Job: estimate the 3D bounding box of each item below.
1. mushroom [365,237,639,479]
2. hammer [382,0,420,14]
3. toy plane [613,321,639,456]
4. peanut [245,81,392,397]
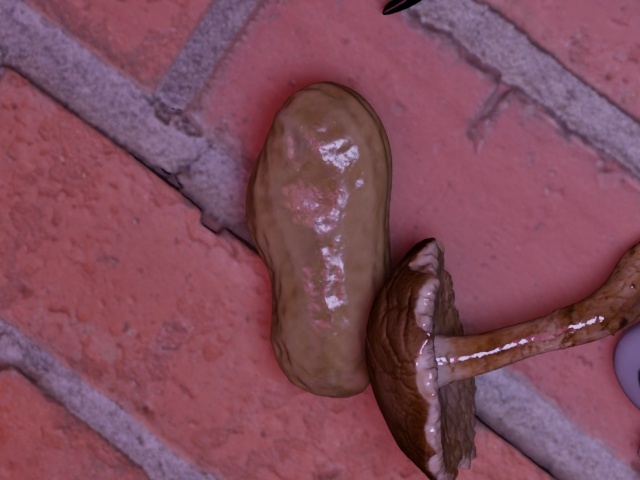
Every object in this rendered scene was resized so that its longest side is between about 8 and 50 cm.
[{"bbox_3d":[0.169,0.078,1.848,0.301,0.233,0.208,-39,111,21],"label":"mushroom"},{"bbox_3d":[-0.063,-0.346,1.952,0.427,0.044,0.152,20,104,12],"label":"hammer"},{"bbox_3d":[0.401,0.153,1.863,0.267,0.122,0.267,2,98,17],"label":"toy plane"},{"bbox_3d":[0.000,0.000,1.944,0.147,0.147,0.319,3,106,15],"label":"peanut"}]
